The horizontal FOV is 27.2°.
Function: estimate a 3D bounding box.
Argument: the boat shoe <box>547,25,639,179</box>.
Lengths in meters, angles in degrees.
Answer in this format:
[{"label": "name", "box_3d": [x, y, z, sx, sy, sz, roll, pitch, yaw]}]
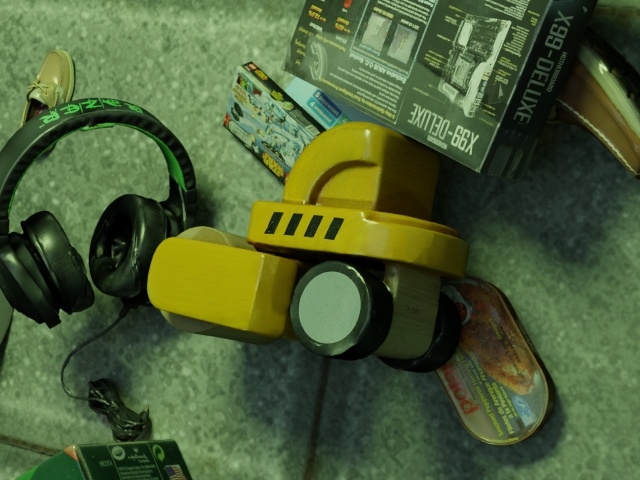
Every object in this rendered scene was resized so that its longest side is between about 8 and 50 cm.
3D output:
[{"label": "boat shoe", "box_3d": [0.237, -0.177, 1.375, 0.120, 0.122, 0.324, -45, 59, 21]}]

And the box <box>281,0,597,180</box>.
[{"label": "box", "box_3d": [0.120, -0.231, 1.354, 0.307, 0.076, 0.243, 31, 106, 39]}]

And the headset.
[{"label": "headset", "box_3d": [-0.252, 0.037, 1.528, 0.185, 0.243, 0.394, 43, 136, 49]}]

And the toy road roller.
[{"label": "toy road roller", "box_3d": [0.000, 0.000, 1.402, 0.329, 0.202, 0.241, 7, 84, 35]}]

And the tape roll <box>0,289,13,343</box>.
[{"label": "tape roll", "box_3d": [-0.474, 0.068, 1.636, 0.072, 0.219, 0.219, 8, 88, 26]}]

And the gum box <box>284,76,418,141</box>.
[{"label": "gum box", "box_3d": [0.065, -0.178, 1.494, 0.157, 0.041, 0.184, 46, 106, 23]}]

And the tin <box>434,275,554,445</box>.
[{"label": "tin", "box_3d": [0.175, 0.127, 1.411, 0.106, 0.040, 0.190, -31, 72, 16]}]

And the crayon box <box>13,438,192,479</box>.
[{"label": "crayon box", "box_3d": [-0.329, 0.337, 1.546, 0.318, 0.202, 0.081, -32, 71, 19]}]

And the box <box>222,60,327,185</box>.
[{"label": "box", "box_3d": [-0.054, -0.129, 1.528, 0.137, 0.027, 0.094, 45, 140, 23]}]

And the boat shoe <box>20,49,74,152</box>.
[{"label": "boat shoe", "box_3d": [-0.353, -0.181, 1.699, 0.050, 0.045, 0.135, 11, 90, 27]}]
